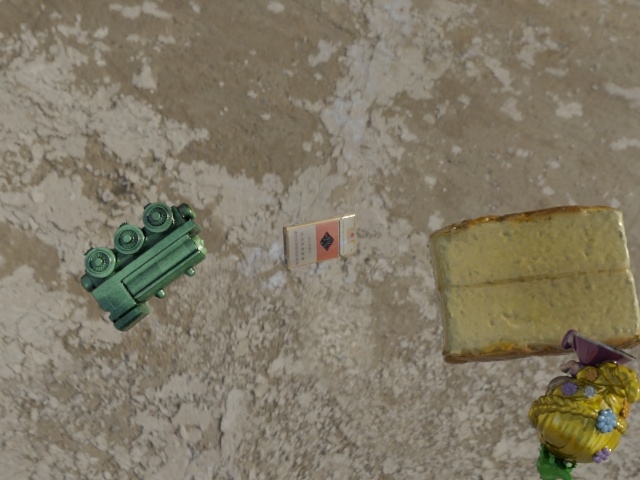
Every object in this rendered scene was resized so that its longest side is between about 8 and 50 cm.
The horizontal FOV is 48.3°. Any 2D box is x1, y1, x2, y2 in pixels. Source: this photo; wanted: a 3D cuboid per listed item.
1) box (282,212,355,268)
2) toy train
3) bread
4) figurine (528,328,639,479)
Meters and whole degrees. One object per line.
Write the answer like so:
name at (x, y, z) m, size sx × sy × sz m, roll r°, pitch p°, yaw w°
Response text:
box at (0.000, 0.000, 0.748) m, size 0.083 × 0.012 × 0.046 m, roll -12°, pitch 110°, yaw -28°
toy train at (-0.220, 0.028, 0.914) m, size 0.170 × 0.071 × 0.111 m, roll -37°, pitch 86°, yaw -3°
bread at (0.302, 0.072, 1.068) m, size 0.279 × 0.279 × 0.207 m, roll -7°, pitch 82°, yaw 12°
figurine at (0.264, 0.178, 0.708) m, size 0.095 × 0.115 × 0.156 m, roll 25°, pitch 93°, yaw -7°
